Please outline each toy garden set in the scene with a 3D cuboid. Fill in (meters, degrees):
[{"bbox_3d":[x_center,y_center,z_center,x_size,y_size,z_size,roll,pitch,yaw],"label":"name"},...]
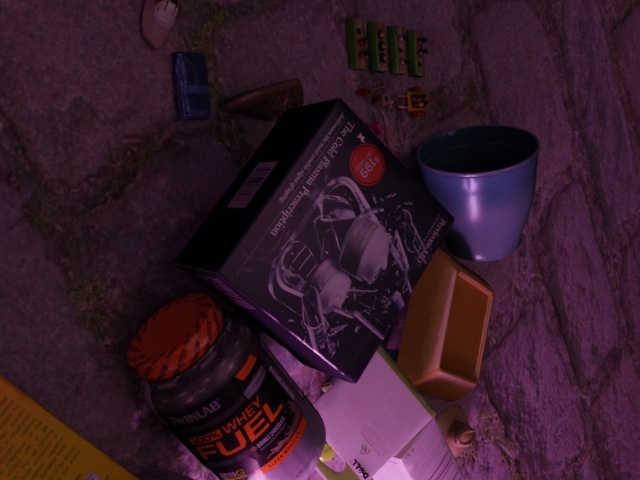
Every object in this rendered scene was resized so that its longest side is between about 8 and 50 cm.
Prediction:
[{"bbox_3d":[0.165,-0.385,1.587,0.244,0.049,0.203,-7,94,-43],"label":"toy garden set"}]

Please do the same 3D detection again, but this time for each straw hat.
[{"bbox_3d":[0.343,0.477,1.730,0.145,0.061,0.144,2,88,-43],"label":"straw hat"}]

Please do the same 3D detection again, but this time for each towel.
[{"bbox_3d":[-0.224,-0.270,1.237,0.067,0.029,0.119,-8,95,-44],"label":"towel"}]

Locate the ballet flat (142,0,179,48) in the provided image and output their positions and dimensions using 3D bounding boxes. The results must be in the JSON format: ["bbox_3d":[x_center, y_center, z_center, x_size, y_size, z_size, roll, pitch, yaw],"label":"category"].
[{"bbox_3d":[-0.261,-0.408,1.189,0.057,0.052,0.168,16,79,-42],"label":"ballet flat"}]

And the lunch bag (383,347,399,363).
[{"bbox_3d":[0.119,0.263,1.520,0.098,0.067,0.065,13,79,-39],"label":"lunch bag"}]

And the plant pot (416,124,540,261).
[{"bbox_3d":[0.371,-0.100,1.648,0.272,0.272,0.255,-35,128,-38],"label":"plant pot"}]

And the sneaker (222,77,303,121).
[{"bbox_3d":[-0.097,-0.254,1.329,0.188,0.066,0.071,-27,109,-39],"label":"sneaker"}]

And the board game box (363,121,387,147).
[{"bbox_3d":[0.069,-0.018,1.435,0.390,0.050,0.389,-33,111,-52],"label":"board game box"}]

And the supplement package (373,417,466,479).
[{"bbox_3d":[0.205,0.501,1.549,0.134,0.139,0.244,-43,119,-34],"label":"supplement package"}]

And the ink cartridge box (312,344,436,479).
[{"bbox_3d":[0.068,0.353,1.387,0.255,0.097,0.188,-39,89,-20],"label":"ink cartridge box"}]

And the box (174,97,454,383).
[{"bbox_3d":[0.000,0.000,1.173,0.312,0.179,0.343,42,72,-27],"label":"box"}]

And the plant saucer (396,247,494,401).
[{"bbox_3d":[0.309,0.199,1.644,0.333,0.081,0.332,28,70,-52],"label":"plant saucer"}]

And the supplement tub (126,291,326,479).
[{"bbox_3d":[-0.153,0.260,1.173,0.207,0.207,0.338,-52,121,-31],"label":"supplement tub"}]

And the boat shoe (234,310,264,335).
[{"bbox_3d":[-0.110,0.057,1.300,0.089,0.109,0.258,54,40,-39],"label":"boat shoe"}]

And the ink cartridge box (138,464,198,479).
[{"bbox_3d":[-0.288,0.529,1.000,0.395,0.270,0.151,-40,110,-36],"label":"ink cartridge box"}]

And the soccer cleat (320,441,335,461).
[{"bbox_3d":[0.031,0.366,1.446,0.072,0.060,0.179,46,61,-23],"label":"soccer cleat"}]

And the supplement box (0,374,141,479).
[{"bbox_3d":[-0.430,0.308,0.924,0.356,0.194,0.195,51,57,-29],"label":"supplement box"}]
